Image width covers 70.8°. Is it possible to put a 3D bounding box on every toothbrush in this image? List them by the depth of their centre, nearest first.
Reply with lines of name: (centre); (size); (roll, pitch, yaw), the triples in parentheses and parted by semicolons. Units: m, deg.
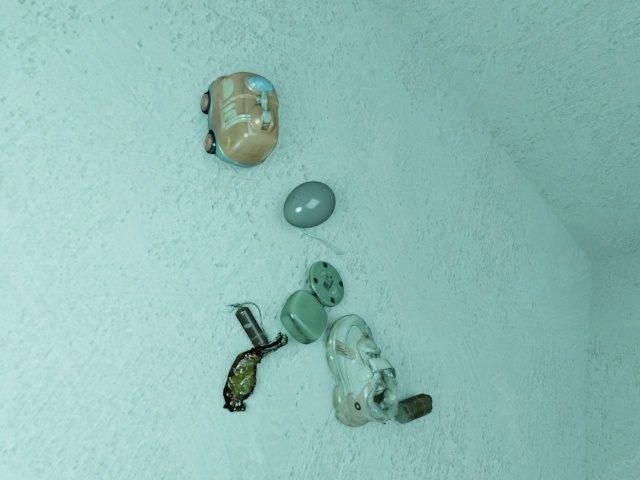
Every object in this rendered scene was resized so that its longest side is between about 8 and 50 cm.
toothbrush: (0.000, 0.000, 1.551); (0.204, 0.017, 0.022); (35, 76, -26)

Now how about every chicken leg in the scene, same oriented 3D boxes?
chicken leg: (-0.186, 0.348, 1.232); (0.106, 0.051, 0.253); (42, 70, -14)

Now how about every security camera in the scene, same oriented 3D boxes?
security camera: (-0.021, 0.190, 1.436); (0.157, 0.080, 0.301); (49, 41, -14)

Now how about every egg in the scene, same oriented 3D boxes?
egg: (-0.037, -0.116, 1.471); (0.198, 0.146, 0.146); (-34, 99, -33)

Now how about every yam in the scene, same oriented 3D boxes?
yam: (0.331, 0.593, 1.593); (0.141, 0.079, 0.079); (-1, 77, -39)

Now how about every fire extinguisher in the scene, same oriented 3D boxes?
fire extinguisher: (-0.196, 0.235, 1.286); (0.078, 0.045, 0.157); (-30, 96, -3)

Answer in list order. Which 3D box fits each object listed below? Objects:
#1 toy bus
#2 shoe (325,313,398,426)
toy bus: (-0.224, -0.372, 1.347); (0.194, 0.232, 0.288); (2, 76, -36)
shoe: (0.149, 0.405, 1.422); (0.171, 0.198, 0.351); (2, 76, -41)
